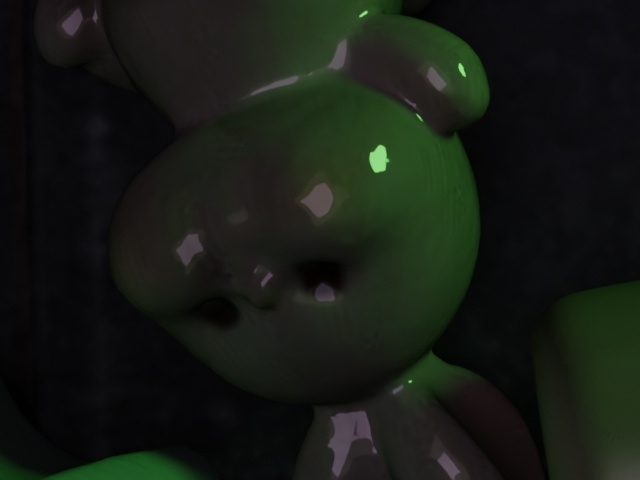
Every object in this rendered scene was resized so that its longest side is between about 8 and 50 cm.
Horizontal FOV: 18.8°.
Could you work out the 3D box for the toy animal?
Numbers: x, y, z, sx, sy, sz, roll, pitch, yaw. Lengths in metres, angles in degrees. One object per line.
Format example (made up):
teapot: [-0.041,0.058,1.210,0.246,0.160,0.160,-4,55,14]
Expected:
toy animal: [-0.002,0.000,0.528,0.124,0.124,0.212,-18,82,9]

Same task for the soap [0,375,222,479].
soap: [-0.132,0.137,0.430,0.115,0.347,0.208,20,92,11]

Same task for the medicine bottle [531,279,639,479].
medicine bottle: [0.185,0.050,0.495,0.252,0.114,0.114,-10,87,7]
